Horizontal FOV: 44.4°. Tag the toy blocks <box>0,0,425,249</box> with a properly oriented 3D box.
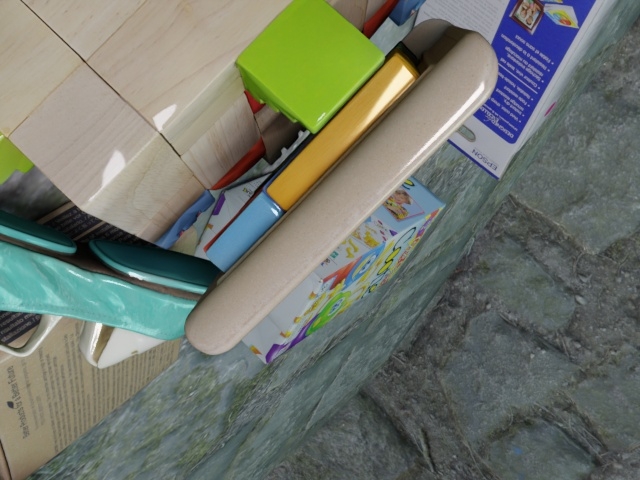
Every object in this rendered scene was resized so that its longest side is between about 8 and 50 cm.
[{"bbox_3d":[-0.039,-0.134,0.482,0.381,0.190,0.261,-47,176,-5],"label":"toy blocks"}]

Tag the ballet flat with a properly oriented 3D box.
[{"bbox_3d":[-0.159,0.035,0.503,0.247,0.083,0.087,18,100,-34],"label":"ballet flat"}]

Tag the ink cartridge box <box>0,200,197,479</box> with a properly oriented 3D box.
[{"bbox_3d":[-0.208,0.077,0.647,0.193,0.088,0.235,-36,162,-33],"label":"ink cartridge box"}]

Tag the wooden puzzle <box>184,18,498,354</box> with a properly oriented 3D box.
[{"bbox_3d":[0.006,-0.056,0.496,0.221,0.044,0.239,-44,-168,16],"label":"wooden puzzle"}]

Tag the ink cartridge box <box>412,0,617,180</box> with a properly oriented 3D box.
[{"bbox_3d":[0.191,-0.229,0.814,0.069,0.175,0.371,-41,163,-27],"label":"ink cartridge box"}]

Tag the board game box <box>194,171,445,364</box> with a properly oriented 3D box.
[{"bbox_3d":[0.000,0.000,0.918,0.275,0.144,0.142,-28,156,-50],"label":"board game box"}]
